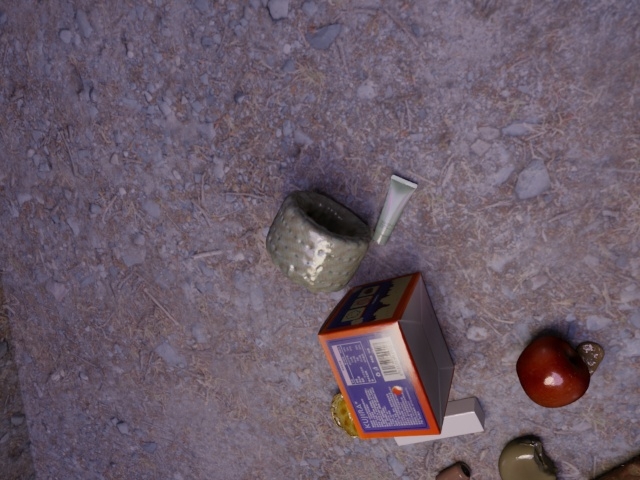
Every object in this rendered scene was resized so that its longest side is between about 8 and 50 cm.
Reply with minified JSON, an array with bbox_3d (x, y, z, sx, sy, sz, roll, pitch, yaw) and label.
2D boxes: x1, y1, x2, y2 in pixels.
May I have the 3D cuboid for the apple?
[{"bbox_3d":[0.629,0.358,1.270,0.181,0.181,0.168,48,126,-1],"label":"apple"}]

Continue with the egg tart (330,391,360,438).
[{"bbox_3d":[0.138,0.588,1.606,0.212,0.090,0.213,7,113,18],"label":"egg tart"}]

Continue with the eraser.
[{"bbox_3d":[0.377,0.592,1.517,0.298,0.076,0.078,-23,99,28],"label":"eraser"}]

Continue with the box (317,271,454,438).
[{"bbox_3d":[0.200,0.329,1.352,0.256,0.318,0.349,-16,103,26],"label":"box"}]

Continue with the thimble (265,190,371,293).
[{"bbox_3d":[0.000,0.000,1.344,0.291,0.291,0.195,34,117,7],"label":"thimble"}]

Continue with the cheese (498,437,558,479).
[{"bbox_3d":[0.644,0.705,1.443,0.175,0.091,0.203,-8,106,23],"label":"cheese"}]

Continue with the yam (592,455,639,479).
[{"bbox_3d":[0.886,0.716,1.333,0.128,0.129,0.238,25,124,-28],"label":"yam"}]

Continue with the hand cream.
[{"bbox_3d":[0.206,-0.083,1.349,0.078,0.050,0.205,25,113,12],"label":"hand cream"}]

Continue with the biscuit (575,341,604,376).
[{"bbox_3d":[0.739,0.348,1.310,0.071,0.018,0.147,23,115,12],"label":"biscuit"}]

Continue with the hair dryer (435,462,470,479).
[{"bbox_3d":[0.494,0.841,1.579,0.181,0.064,0.117,41,118,-5],"label":"hair dryer"}]
